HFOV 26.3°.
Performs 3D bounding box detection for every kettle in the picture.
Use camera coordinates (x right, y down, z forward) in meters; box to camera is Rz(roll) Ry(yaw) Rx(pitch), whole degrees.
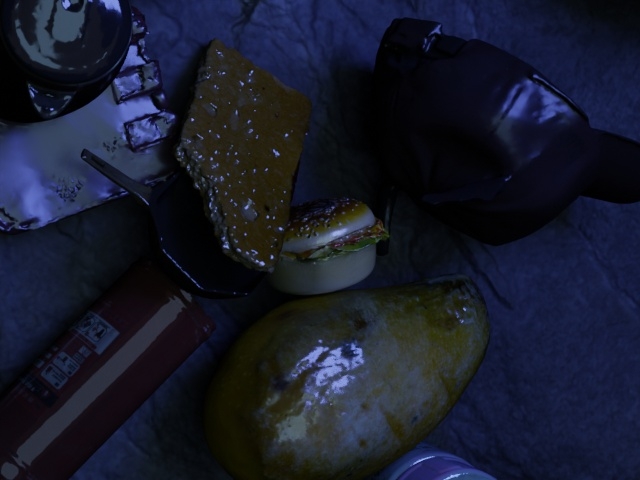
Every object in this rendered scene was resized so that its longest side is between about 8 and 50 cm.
[{"bbox_3d":[-0.218,-0.194,1.136,0.144,0.232,0.202,17,86,-21],"label":"kettle"}]

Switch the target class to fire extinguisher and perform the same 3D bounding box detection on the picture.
[{"bbox_3d":[-0.265,0.151,1.288,0.147,0.106,0.337,46,76,-5],"label":"fire extinguisher"}]

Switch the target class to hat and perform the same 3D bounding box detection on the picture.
[{"bbox_3d":[0.174,-0.056,1.384,0.336,0.238,0.209,29,80,-30],"label":"hat"}]

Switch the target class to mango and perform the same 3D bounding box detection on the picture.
[{"bbox_3d":[0.032,0.140,1.379,0.329,0.175,0.176,-16,137,-37],"label":"mango"}]

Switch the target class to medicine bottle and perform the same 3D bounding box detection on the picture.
[{"bbox_3d":[0.109,0.279,1.404,0.135,0.168,0.135,-2,94,-22],"label":"medicine bottle"}]

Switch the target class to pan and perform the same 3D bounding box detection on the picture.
[{"bbox_3d":[-0.135,-0.026,1.288,0.202,0.048,0.128,47,40,-8],"label":"pan"}]

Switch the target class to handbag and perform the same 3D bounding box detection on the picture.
[{"bbox_3d":[-0.245,-0.125,1.294,0.216,0.074,0.203,-23,101,-21],"label":"handbag"}]

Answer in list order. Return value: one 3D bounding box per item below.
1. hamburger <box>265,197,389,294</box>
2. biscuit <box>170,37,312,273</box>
[{"bbox_3d":[0.000,0.000,1.361,0.126,0.141,0.081,-22,115,-29],"label":"hamburger"},{"bbox_3d":[-0.080,-0.083,1.320,0.131,0.026,0.237,29,48,-20],"label":"biscuit"}]
